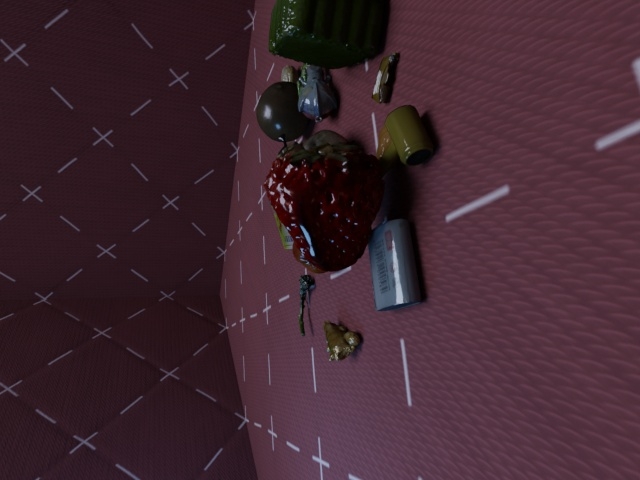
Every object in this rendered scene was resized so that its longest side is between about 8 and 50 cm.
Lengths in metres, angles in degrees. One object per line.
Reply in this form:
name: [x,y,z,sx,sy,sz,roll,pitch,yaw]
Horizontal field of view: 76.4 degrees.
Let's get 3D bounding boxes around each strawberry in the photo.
strawberry: [0.019,-0.086,1.132,0.296,0.318,0.344,16,124,36]

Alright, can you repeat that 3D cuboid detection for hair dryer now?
hair dryer: [0.197,-0.221,1.117,0.278,0.090,0.134,-54,48,55]

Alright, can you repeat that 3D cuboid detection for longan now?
longan: [-0.165,-0.572,1.815,0.258,0.259,0.257,-178,90,-67]

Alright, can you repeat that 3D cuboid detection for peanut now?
peanut: [-0.142,-0.755,1.976,0.099,0.090,0.214,-23,69,55]

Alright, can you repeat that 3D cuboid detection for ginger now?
ginger: [0.063,0.355,1.417,0.205,0.081,0.115,-170,88,-66]

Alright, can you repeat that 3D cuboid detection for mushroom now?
mushroom: [-0.055,-0.235,1.415,0.362,0.295,0.362,-40,30,29]

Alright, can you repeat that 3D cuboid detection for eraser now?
eraser: [0.196,0.072,1.122,0.174,0.081,0.226,138,129,-65]

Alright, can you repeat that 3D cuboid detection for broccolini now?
broccolini: [-0.063,0.274,1.752,0.123,0.062,0.271,112,159,-71]

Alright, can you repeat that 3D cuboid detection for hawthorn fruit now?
hawthorn fruit: [0.000,0.000,1.507,0.196,0.197,0.225,120,169,-49]

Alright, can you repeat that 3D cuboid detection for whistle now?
whistle: [-0.018,-0.598,1.610,0.143,0.134,0.345,-16,60,20]

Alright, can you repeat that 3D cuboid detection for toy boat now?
toy boat: [0.195,-0.483,1.210,0.047,0.049,0.149,-33,-39,-65]

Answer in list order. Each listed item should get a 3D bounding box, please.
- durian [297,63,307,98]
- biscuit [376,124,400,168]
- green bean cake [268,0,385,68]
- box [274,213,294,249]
durian: [-0.046,-0.680,1.726,0.086,0.100,0.215,155,123,-64]
biscuit: [0.198,-0.277,1.213,0.118,0.023,0.139,132,134,-57]
green bean cake: [0.009,-0.702,1.308,0.335,0.320,0.217,-157,71,-65]
box: [-0.118,-0.055,1.741,0.261,0.062,0.174,-7,100,68]
